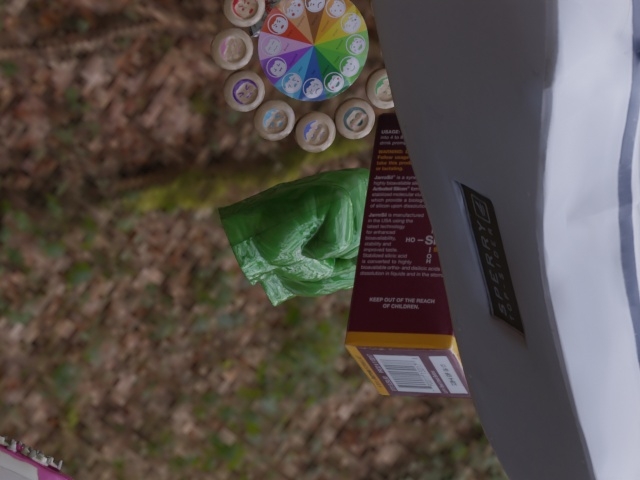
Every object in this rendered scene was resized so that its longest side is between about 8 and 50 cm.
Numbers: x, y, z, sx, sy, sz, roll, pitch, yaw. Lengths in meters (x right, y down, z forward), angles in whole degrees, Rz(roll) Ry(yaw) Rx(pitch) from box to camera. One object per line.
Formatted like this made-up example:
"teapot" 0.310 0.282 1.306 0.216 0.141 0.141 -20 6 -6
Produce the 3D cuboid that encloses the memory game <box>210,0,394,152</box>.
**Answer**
"memory game" -0.003 -0.168 1.465 0.186 0.186 0.012 -56 -160 6

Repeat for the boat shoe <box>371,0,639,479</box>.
"boat shoe" 0.126 -0.053 0.641 0.156 0.136 0.367 -27 124 -18

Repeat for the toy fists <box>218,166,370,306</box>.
"toy fists" 0.000 0.000 1.606 0.142 0.096 0.279 -23 167 3

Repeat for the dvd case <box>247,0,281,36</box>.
"dvd case" -0.065 -0.312 2.090 0.013 0.087 0.119 -13 171 -35

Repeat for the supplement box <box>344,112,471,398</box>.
"supplement box" 0.080 0.011 1.250 0.104 0.081 0.188 57 38 -60

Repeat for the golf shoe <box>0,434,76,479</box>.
"golf shoe" -0.359 0.217 1.498 0.115 0.306 0.140 49 55 -67
